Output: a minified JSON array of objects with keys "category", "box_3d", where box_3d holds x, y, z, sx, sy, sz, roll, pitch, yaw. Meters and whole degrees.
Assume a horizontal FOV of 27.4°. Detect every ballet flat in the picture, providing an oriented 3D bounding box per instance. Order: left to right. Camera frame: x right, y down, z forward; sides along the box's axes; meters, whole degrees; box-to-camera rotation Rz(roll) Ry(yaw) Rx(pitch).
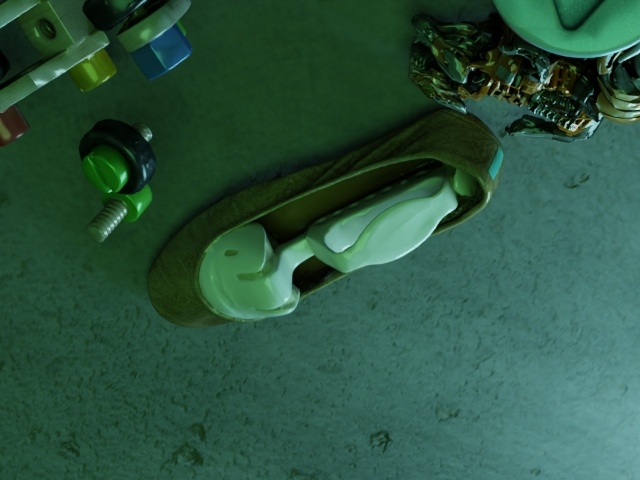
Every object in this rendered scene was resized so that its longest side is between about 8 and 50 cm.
[{"category":"ballet flat","box_3d":[0.000,0.000,1.116,0.342,0.124,0.116,-23,115,9]}]

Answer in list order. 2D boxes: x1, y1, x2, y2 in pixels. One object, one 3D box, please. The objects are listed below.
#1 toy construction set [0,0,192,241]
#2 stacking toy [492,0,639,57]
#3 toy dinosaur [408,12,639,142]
[{"category":"toy construction set","box_3d":[-0.184,-0.217,0.992,0.309,0.237,0.257,37,140,-1]},{"category":"stacking toy","box_3d":[0.272,-0.193,0.831,0.309,0.130,0.279,32,100,3]},{"category":"toy dinosaur","box_3d":[0.235,-0.172,1.046,0.322,0.164,0.218,-9,129,-9]}]
